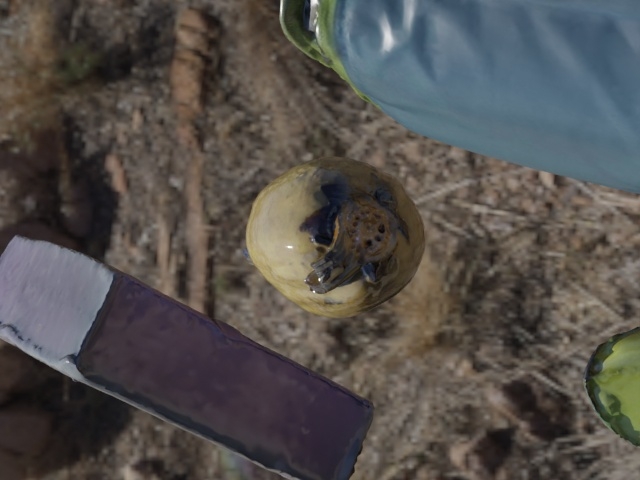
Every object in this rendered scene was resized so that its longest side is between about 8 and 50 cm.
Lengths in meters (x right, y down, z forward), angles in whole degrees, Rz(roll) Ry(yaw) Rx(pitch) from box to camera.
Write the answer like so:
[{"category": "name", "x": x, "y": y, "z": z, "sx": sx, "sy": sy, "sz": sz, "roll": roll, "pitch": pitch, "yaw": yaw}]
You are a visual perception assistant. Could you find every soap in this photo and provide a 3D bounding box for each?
[{"category": "soap", "x": -0.140, "y": 0.114, "z": 1.273, "sx": 0.285, "sy": 0.296, "sz": 0.107, "roll": 14, "pitch": 76, "yaw": 58}]

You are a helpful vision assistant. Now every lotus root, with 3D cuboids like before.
[{"category": "lotus root", "x": 0.000, "y": 0.000, "z": 1.583, "sx": 0.310, "sy": 0.183, "sz": 0.182, "roll": 167, "pitch": 105, "yaw": -65}]

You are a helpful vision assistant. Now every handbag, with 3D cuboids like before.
[{"category": "handbag", "x": 0.146, "y": -0.159, "z": 0.670, "sx": 0.241, "sy": 0.222, "sz": 0.263, "roll": 17, "pitch": 89, "yaw": 25}]

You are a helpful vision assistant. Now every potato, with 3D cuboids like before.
[{"category": "potato", "x": 0.255, "y": 0.084, "z": 0.819, "sx": 0.054, "sy": 0.198, "sz": 0.119, "roll": -78, "pitch": -18, "yaw": -52}]
